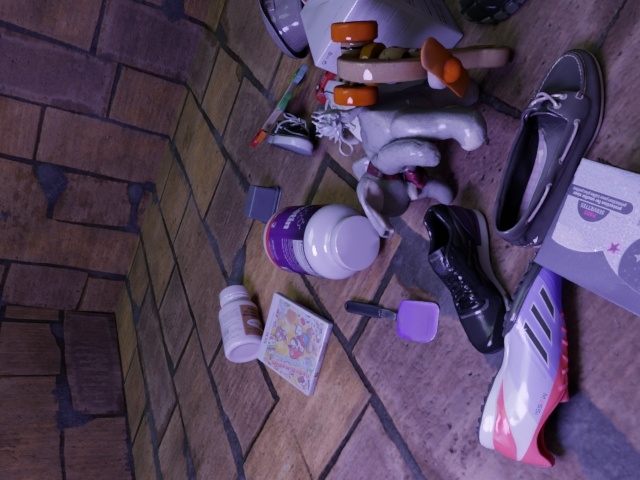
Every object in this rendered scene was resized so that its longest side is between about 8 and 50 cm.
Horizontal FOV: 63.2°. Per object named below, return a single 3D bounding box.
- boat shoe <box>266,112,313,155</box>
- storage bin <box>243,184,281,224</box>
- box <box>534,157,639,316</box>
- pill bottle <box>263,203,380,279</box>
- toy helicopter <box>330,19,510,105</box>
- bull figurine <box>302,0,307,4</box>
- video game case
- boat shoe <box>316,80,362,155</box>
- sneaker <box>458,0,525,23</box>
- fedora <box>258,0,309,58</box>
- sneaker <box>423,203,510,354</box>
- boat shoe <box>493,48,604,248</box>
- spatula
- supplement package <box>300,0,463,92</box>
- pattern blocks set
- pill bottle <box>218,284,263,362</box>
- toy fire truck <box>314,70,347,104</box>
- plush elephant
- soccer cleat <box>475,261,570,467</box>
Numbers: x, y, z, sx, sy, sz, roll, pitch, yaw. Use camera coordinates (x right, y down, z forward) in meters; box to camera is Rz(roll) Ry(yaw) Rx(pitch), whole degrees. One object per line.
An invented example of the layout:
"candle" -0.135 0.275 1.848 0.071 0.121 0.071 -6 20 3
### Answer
"boat shoe" -0.085 -0.328 1.595 0.306 0.113 0.105 -140 70 -72
"storage bin" -0.200 -0.125 1.735 0.098 0.091 0.135 22 99 58
"box" 0.430 0.012 0.645 0.247 0.142 0.164 40 115 54
"pill bottle" 0.000 0.000 1.295 0.322 0.181 0.182 3 84 58
"toy helicopter" 0.201 -0.317 0.916 0.235 0.354 0.140 37 135 56
"bull figurine" 0.038 -0.668 1.412 0.310 0.101 0.188 51 131 7
"video game case" -0.076 0.279 1.431 0.227 0.026 0.207 23 102 41
"boat shoe" 0.073 -0.289 1.272 0.157 0.135 0.367 -66 24 14
"sneaker" 0.369 -0.510 0.962 0.267 0.101 0.106 -29 35 52
"fedora" -0.079 -0.706 1.610 0.124 0.243 0.276 -21 60 29
"sneaker" 0.246 0.066 0.938 0.107 0.124 0.284 -40 49 46
"boat shoe" 0.364 -0.152 0.840 0.112 0.095 0.336 20 98 58
"spatula" 0.145 0.165 1.160 0.296 0.030 0.084 1 85 58
"supplement package" 0.128 -0.479 1.150 0.199 0.262 0.198 -47 44 40
"pattern blocks set" -0.132 -0.432 1.683 0.286 0.026 0.325 -61 14 -7
"pill bottle" -0.259 0.264 1.679 0.131 0.131 0.229 -54 40 35
"toy fire truck" 0.052 -0.451 1.451 0.192 0.047 0.135 -56 30 33
"plush elephant" 0.163 -0.148 1.022 0.272 0.329 0.256 -84 -15 -57
"soccer cleat" 0.338 0.184 0.802 0.116 0.108 0.319 16 92 36
